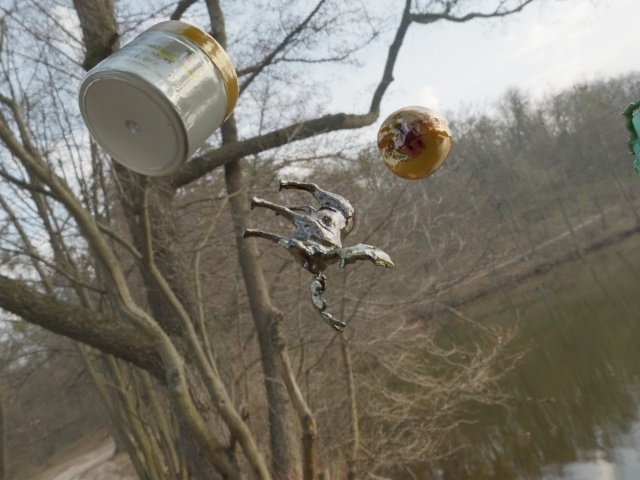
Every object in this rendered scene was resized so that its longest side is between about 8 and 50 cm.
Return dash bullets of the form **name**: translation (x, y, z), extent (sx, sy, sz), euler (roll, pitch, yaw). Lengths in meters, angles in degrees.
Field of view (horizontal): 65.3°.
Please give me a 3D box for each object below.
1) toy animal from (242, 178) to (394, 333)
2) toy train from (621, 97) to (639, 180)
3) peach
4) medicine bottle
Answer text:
- **toy animal**: translation (0.000, 0.000, 0.603), extent (0.214, 0.186, 0.093), euler (-48, -17, -55)
- **toy train**: translation (0.325, -0.053, 0.336), extent (0.203, 0.112, 0.163), euler (25, -43, -18)
- **peach**: translation (0.180, -0.184, 0.935), extent (0.138, 0.138, 0.138), euler (-22, -10, -4)
- **medicine bottle**: translation (-0.319, -0.286, 1.007), extent (0.238, 0.238, 0.232), euler (-31, 23, 41)
